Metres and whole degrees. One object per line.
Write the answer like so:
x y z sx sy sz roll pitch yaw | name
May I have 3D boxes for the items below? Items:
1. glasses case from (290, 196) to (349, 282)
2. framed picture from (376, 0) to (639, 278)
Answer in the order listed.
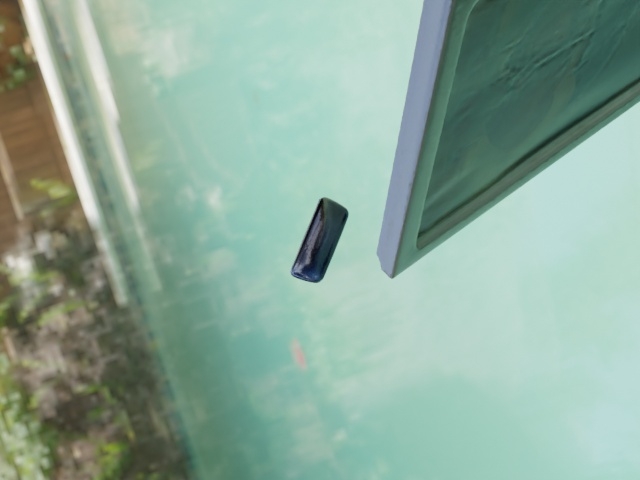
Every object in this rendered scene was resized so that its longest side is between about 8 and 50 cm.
0.000 0.000 1.428 0.023 0.033 0.083 77 -146 -80 | glasses case
0.147 -0.117 0.744 0.020 0.289 0.211 45 152 22 | framed picture
